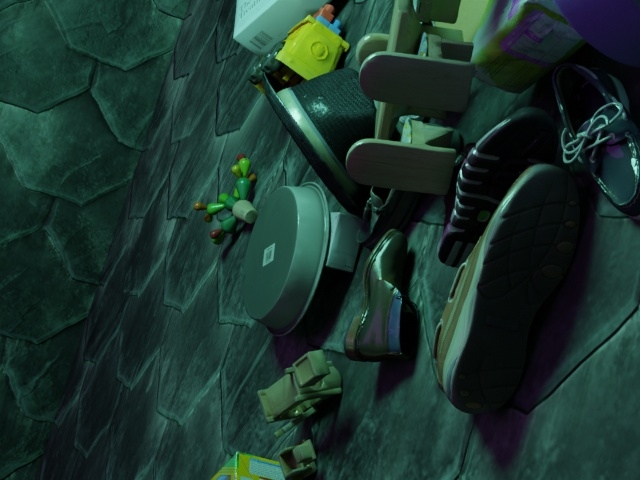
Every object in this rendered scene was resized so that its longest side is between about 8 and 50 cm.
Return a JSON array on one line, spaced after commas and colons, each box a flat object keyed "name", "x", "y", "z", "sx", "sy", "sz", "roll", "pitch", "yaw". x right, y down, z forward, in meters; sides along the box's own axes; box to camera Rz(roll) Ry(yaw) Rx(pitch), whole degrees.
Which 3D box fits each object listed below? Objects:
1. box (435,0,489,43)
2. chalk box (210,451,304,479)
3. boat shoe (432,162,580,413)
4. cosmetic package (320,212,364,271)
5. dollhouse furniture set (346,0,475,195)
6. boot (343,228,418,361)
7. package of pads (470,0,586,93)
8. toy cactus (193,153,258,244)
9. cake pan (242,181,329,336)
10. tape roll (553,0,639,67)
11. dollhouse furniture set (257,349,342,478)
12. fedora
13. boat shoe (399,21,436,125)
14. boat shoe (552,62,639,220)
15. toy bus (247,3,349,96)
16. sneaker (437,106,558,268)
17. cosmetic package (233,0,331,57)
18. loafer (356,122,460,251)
[{"name": "box", "x": 0.249, "y": -0.376, "z": 1.684, "sx": 0.201, "sy": 0.021, "sz": 0.164, "roll": -57, "pitch": 26, "yaw": 31}, {"name": "chalk box", "x": -0.130, "y": 0.472, "z": 1.732, "sx": 0.213, "sy": 0.132, "sz": 0.132, "roll": -49, "pitch": 31, "yaw": 39}, {"name": "boat shoe", "x": 0.218, "y": 0.052, "z": 1.295, "sx": 0.324, "sy": 0.123, "sz": 0.116, "roll": -67, "pitch": 21, "yaw": 5}, {"name": "cosmetic package", "x": 0.000, "y": 0.000, "z": 1.899, "sx": 0.239, "sy": 0.061, "sz": 0.098, "roll": 6, "pitch": 84, "yaw": 67}, {"name": "dollhouse furniture set", "x": 0.079, "y": -0.326, "z": 1.437, "sx": 0.362, "sy": 0.257, "sz": 0.394, "roll": -83, "pitch": 1, "yaw": -54}, {"name": "boot", "x": 0.119, "y": 0.087, "z": 1.580, "sx": 0.106, "sy": 0.082, "sz": 0.219, "roll": 4, "pitch": 70, "yaw": 44}, {"name": "package of pads", "x": 0.296, "y": -0.327, "z": 1.331, "sx": 0.296, "sy": 0.101, "sz": 0.229, "roll": 139, "pitch": 154, "yaw": -80}, {"name": "toy cactus", "x": -0.202, "y": -0.087, "z": 2.400, "sx": 0.219, "sy": 0.112, "sz": 0.180, "roll": -61, "pitch": 33, "yaw": 2}, {"name": "cake pan", "x": -0.071, "y": 0.028, "z": 1.899, "sx": 0.293, "sy": 0.054, "sz": 0.293, "roll": -45, "pitch": 38, "yaw": 51}, {"name": "tape roll", "x": 0.355, "y": -0.322, "z": 1.073, "sx": 0.090, "sy": 0.275, "sz": 0.274, "roll": -17, "pitch": 57, "yaw": 62}, {"name": "dollhouse furniture set", "x": 0.002, "y": 0.282, "z": 1.680, "sx": 0.182, "sy": 0.101, "sz": 0.160, "roll": -42, "pitch": 60, "yaw": 48}, {"name": "fedora", "x": 0.036, "y": -0.201, "z": 1.794, "sx": 0.153, "sy": 0.334, "sz": 0.334, "roll": -35, "pitch": 30, "yaw": 6}, {"name": "boat shoe", "x": 0.165, "y": -0.282, "z": 1.723, "sx": 0.063, "sy": 0.066, "sz": 0.184, "roll": 164, "pitch": 120, "yaw": -78}, {"name": "boat shoe", "x": 0.334, "y": -0.126, "z": 1.218, "sx": 0.095, "sy": 0.079, "sz": 0.254, "roll": -52, "pitch": 29, "yaw": 39}, {"name": "toy bus", "x": -0.035, "y": -0.400, "z": 2.215, "sx": 0.211, "sy": 0.149, "sz": 0.220, "roll": -62, "pitch": 18, "yaw": -15}, {"name": "sneaker", "x": 0.223, "y": -0.104, "z": 1.388, "sx": 0.162, "sy": 0.107, "sz": 0.281, "roll": -86, "pitch": 15, "yaw": -45}, {"name": "cosmetic package", "x": -0.038, "y": -0.630, "z": 2.338, "sx": 0.377, "sy": 0.097, "sz": 0.284, "roll": -33, "pitch": 39, "yaw": 35}, {"name": "loafer", "x": 0.120, "y": -0.092, "z": 1.668, "sx": 0.267, "sy": 0.084, "sz": 0.096, "roll": -54, "pitch": 29, "yaw": 35}]
